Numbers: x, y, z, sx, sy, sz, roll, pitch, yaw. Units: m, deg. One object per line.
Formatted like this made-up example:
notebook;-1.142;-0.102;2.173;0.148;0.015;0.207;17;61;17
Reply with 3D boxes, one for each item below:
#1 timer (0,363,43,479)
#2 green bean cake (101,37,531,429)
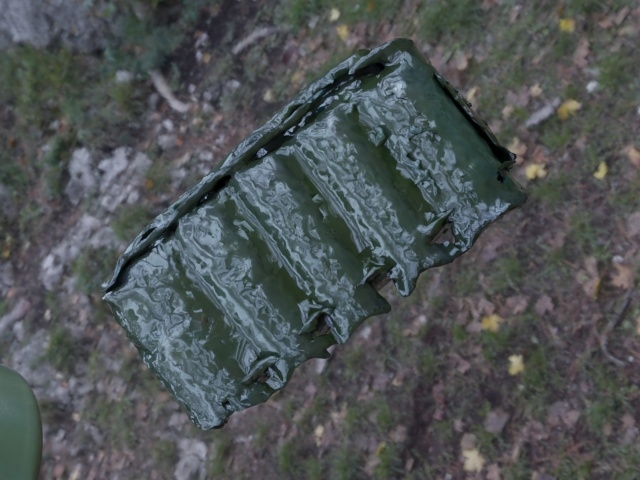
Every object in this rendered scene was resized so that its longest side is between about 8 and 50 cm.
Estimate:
timer;-0.423;0.162;0.626;0.290;0.315;0.291;-23;45;24
green bean cake;0.000;0.000;0.558;0.241;0.132;0.255;-40;-3;3
